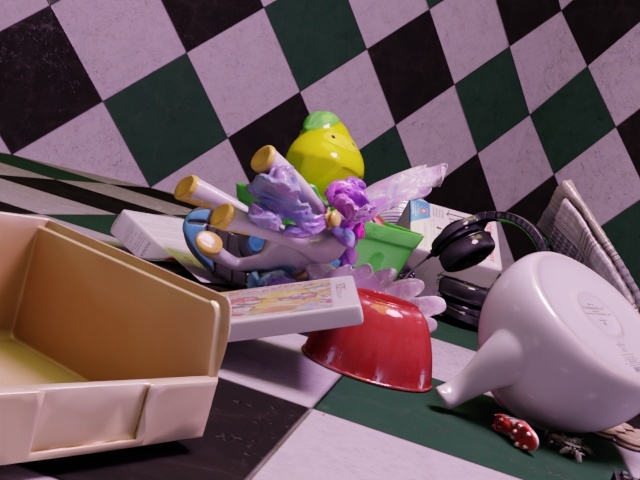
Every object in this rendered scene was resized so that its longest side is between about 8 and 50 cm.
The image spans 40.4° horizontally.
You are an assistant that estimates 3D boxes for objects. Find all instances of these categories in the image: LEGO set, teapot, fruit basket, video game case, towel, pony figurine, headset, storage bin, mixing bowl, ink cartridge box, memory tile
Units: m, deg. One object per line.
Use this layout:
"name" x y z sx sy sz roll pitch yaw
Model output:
"LEGO set" 0.287 0.233 1.010 0.054 0.024 0.083 14 5 -24
"teapot" 0.295 0.151 1.111 0.256 0.187 0.252 33 31 -7
"fruit basket" 0.018 -0.090 1.854 0.392 0.392 0.283 13 5 -33
"video game case" -0.067 0.081 1.031 0.226 0.026 0.206 -8 7 1
"towel" 0.526 0.074 1.750 0.056 0.324 0.312 -22 -24 -6
"pony figurine" 0.000 0.000 1.334 0.351 0.303 0.363 -15 -37 43
"headset" 0.317 0.070 1.877 0.394 0.244 0.185 -5 -8 30
"storage bin" -0.244 0.059 0.639 0.260 0.123 0.262 19 5 34
"mixing bowl" 0.075 0.122 1.151 0.181 0.098 0.181 17 4 -1
"ink cartridge box" -0.238 0.033 1.566 0.232 0.066 0.189 43 18 29
"ink cartridge box" 0.297 0.036 2.118 0.232 0.168 0.171 15 45 -10
"memory tile" 0.379 0.251 1.190 0.148 0.012 0.113 20 6 34

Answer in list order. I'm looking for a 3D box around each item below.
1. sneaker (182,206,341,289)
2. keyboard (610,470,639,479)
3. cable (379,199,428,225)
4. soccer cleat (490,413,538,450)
"sneaker" -0.116 0.028 1.548 0.340 0.125 0.139 27 -5 -37
"keyboard" 0.387 0.274 0.880 0.180 0.023 0.108 18 5 11
"cable" 0.185 -0.010 2.266 0.257 0.257 0.089 20 43 -12
"soccer cleat" 0.226 0.216 0.983 0.035 0.029 0.083 10 2 -22
